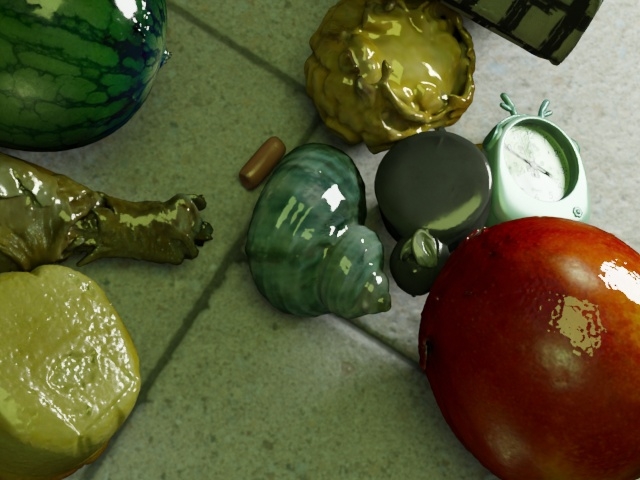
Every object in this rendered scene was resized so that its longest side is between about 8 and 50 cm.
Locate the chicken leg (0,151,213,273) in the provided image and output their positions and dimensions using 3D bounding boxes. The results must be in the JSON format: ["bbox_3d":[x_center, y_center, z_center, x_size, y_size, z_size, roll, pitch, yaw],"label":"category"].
[{"bbox_3d":[-0.336,-0.034,1.809,0.429,0.153,0.201,6,110,-19],"label":"chicken leg"}]

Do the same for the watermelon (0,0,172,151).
[{"bbox_3d":[-0.364,-0.282,1.782,0.363,0.363,0.363,3,73,-11],"label":"watermelon"}]

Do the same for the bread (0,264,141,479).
[{"bbox_3d":[-0.356,0.161,1.736,0.270,0.148,0.270,15,56,-24],"label":"bread"}]

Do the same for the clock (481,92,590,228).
[{"bbox_3d":[0.297,-0.107,1.991,0.159,0.066,0.211,8,67,-24],"label":"clock"}]

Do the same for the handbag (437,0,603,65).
[{"bbox_3d":[0.239,-0.425,1.972,0.325,0.162,0.327,30,34,-4],"label":"handbag"}]

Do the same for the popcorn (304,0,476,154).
[{"bbox_3d":[0.094,-0.242,1.941,0.250,0.190,0.250,13,55,-19],"label":"popcorn"}]

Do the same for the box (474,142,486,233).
[{"bbox_3d":[0.223,-0.061,2.000,0.087,0.023,0.155,-11,76,-11],"label":"box"}]

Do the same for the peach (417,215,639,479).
[{"bbox_3d":[0.289,0.142,1.780,0.370,0.370,0.370,3,73,-11],"label":"peach"}]

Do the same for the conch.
[{"bbox_3d":[0.000,0.000,1.869,0.220,0.195,0.277,-9,46,-42],"label":"conch"}]

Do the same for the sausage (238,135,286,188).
[{"bbox_3d":[-0.080,-0.108,1.945,0.034,0.034,0.083,39,69,2],"label":"sausage"}]

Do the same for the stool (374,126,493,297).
[{"bbox_3d":[0.140,-0.038,1.898,0.153,0.139,0.228,31,74,16],"label":"stool"}]
